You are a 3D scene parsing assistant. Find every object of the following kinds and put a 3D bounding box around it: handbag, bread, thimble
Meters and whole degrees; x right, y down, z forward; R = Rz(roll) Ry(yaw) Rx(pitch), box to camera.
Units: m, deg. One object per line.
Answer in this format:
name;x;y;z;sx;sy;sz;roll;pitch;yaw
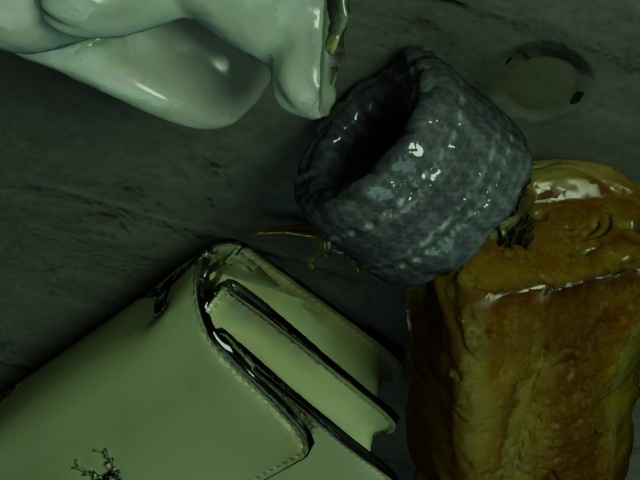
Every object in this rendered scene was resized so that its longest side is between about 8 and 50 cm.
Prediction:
handbag;-0.131;0.170;1.096;0.358;0.160;0.237;-34;118;32
bread;0.159;0.087;0.996;0.195;0.149;0.344;-11;136;-11
thimble;0.059;-0.048;0.866;0.098;0.150;0.150;38;127;-23

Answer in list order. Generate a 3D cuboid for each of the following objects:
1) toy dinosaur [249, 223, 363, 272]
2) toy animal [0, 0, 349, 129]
toy dinosaur;0.001;0.003;1.006;0.113;0.026;0.041;-2;129;-7
toy animal;-0.097;-0.198;0.714;0.289;0.174;0.249;24;112;-3
